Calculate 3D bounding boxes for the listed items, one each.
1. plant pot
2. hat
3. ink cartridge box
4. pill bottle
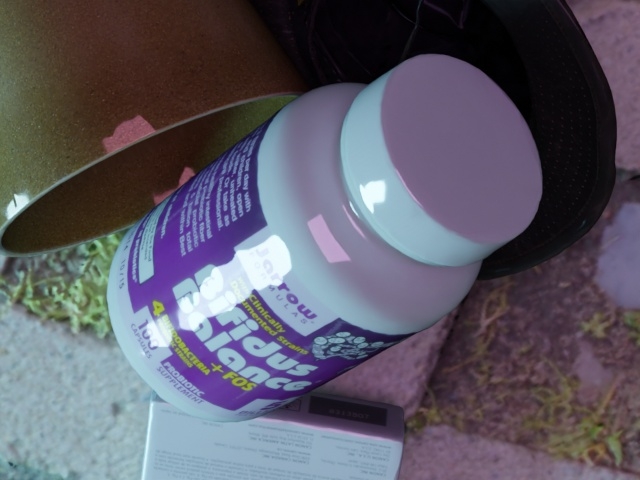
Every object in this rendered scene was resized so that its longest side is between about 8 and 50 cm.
[{"bbox_3d":[-0.159,-0.154,1.149,0.237,0.237,0.254,-25,82,4],"label":"plant pot"},{"bbox_3d":[0.087,-0.141,1.157,0.134,0.331,0.331,-37,97,-38],"label":"hat"},{"bbox_3d":[-0.047,0.219,1.275,0.189,0.066,0.232,9,118,-1],"label":"ink cartridge box"},{"bbox_3d":[0.000,0.000,1.105,0.169,0.169,0.301,51,138,-5],"label":"pill bottle"}]
